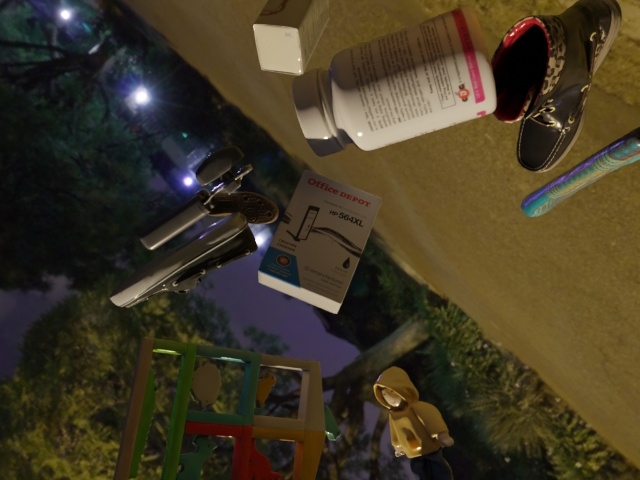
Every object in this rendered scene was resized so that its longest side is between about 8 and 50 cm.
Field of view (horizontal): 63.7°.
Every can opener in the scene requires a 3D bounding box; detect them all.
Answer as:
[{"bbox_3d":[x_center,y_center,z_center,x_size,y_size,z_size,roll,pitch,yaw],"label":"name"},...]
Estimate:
[{"bbox_3d":[-0.265,-0.092,1.063,0.095,0.283,0.076,55,-168,-16],"label":"can opener"}]

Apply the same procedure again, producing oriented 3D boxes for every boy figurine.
[{"bbox_3d":[0.201,0.401,1.066,0.177,0.092,0.285,-34,73,53],"label":"boy figurine"}]

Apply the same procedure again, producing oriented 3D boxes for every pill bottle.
[{"bbox_3d":[0.111,-0.234,0.797,0.160,0.283,0.160,-15,-90,-74],"label":"pill bottle"}]

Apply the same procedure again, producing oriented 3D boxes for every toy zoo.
[{"bbox_3d":[-0.104,0.243,0.679,0.293,0.192,0.030,15,158,-23],"label":"toy zoo"}]

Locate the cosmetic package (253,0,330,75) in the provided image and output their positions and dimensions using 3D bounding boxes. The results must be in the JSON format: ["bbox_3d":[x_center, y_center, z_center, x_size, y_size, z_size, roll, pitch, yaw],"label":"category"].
[{"bbox_3d":[-0.074,-0.627,1.470,0.129,0.296,0.153,11,144,11],"label":"cosmetic package"}]

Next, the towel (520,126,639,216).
[{"bbox_3d":[0.435,-0.129,0.675,0.040,0.271,0.370,62,-179,8],"label":"towel"}]

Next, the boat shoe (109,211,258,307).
[{"bbox_3d":[-0.123,0.026,0.472,0.040,0.142,0.049,59,178,-17],"label":"boat shoe"}]

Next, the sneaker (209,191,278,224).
[{"bbox_3d":[-0.165,-0.077,1.113,0.188,0.066,0.071,10,-167,21],"label":"sneaker"}]

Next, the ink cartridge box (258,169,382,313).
[{"bbox_3d":[0.000,0.000,0.883,0.148,0.203,0.086,21,160,3],"label":"ink cartridge box"}]

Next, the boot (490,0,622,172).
[{"bbox_3d":[0.437,-0.284,1.033,0.138,0.284,0.377,39,135,30],"label":"boot"}]
